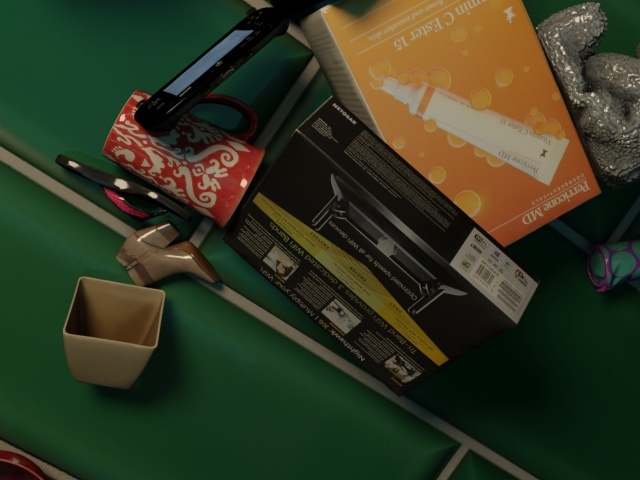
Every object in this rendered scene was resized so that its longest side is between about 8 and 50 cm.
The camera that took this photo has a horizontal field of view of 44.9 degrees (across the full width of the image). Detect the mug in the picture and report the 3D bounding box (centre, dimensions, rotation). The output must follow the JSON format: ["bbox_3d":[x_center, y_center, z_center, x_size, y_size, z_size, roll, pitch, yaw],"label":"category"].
[{"bbox_3d":[-0.164,-0.113,0.956,0.169,0.150,0.113,28,132,-10],"label":"mug"}]

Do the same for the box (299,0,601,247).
[{"bbox_3d":[0.155,-0.167,0.953,0.215,0.168,0.345,-30,105,-3],"label":"box"}]

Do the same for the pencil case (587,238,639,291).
[{"bbox_3d":[0.460,0.033,1.101,0.152,0.064,0.070,-4,82,-9],"label":"pencil case"}]

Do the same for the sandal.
[{"bbox_3d":[-0.245,-0.053,0.957,0.179,0.067,0.040,22,81,-6],"label":"sandal"}]

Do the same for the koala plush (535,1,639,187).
[{"bbox_3d":[0.399,-0.185,0.902,0.221,0.196,0.203,-24,62,13],"label":"koala plush"}]

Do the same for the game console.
[{"bbox_3d":[-0.057,-0.243,0.854,0.361,0.213,0.044,-43,109,-9],"label":"game console"}]

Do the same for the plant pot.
[{"bbox_3d":[-0.261,0.123,0.969,0.109,0.109,0.096,11,124,-12],"label":"plant pot"}]

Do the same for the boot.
[{"bbox_3d":[-0.200,0.032,0.999,0.087,0.042,0.118,-38,104,5],"label":"boot"}]

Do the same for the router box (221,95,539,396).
[{"bbox_3d":[0.057,0.021,0.906,0.309,0.243,0.081,42,51,-1],"label":"router box"}]

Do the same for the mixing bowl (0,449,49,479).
[{"bbox_3d":[-0.418,0.339,0.988,0.182,0.098,0.181,-2,101,-10],"label":"mixing bowl"}]
